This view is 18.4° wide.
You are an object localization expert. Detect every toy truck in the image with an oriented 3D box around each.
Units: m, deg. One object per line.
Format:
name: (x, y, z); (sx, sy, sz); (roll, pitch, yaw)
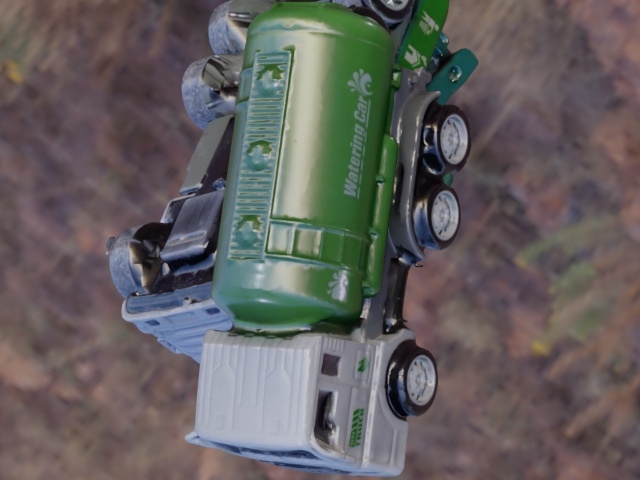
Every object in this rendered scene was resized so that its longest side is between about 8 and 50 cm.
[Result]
toy truck: (0.000, -0.061, 1.412); (0.176, 0.363, 0.178); (-14, 131, 44)
toy truck: (0.000, 0.000, 1.038); (0.101, 0.242, 0.125); (1, 171, 35)
